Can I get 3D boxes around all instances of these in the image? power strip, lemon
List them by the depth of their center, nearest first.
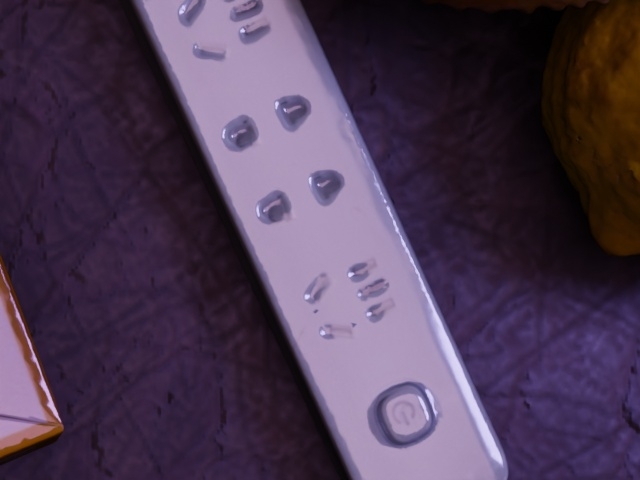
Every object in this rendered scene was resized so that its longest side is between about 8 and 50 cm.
[{"bbox_3d":[0.222,-0.086,1.091,0.192,0.192,0.231,32,82,-3],"label":"lemon"},{"bbox_3d":[0.000,0.000,1.117,0.091,0.062,0.385,-24,87,-7],"label":"power strip"}]

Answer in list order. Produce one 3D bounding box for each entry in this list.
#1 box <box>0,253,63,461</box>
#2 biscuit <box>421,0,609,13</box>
[{"bbox_3d":[-0.297,0.016,0.999,0.259,0.214,0.284,-20,88,-12],"label":"box"},{"bbox_3d":[0.131,-0.244,1.090,0.317,0.040,0.318,-8,53,11],"label":"biscuit"}]
